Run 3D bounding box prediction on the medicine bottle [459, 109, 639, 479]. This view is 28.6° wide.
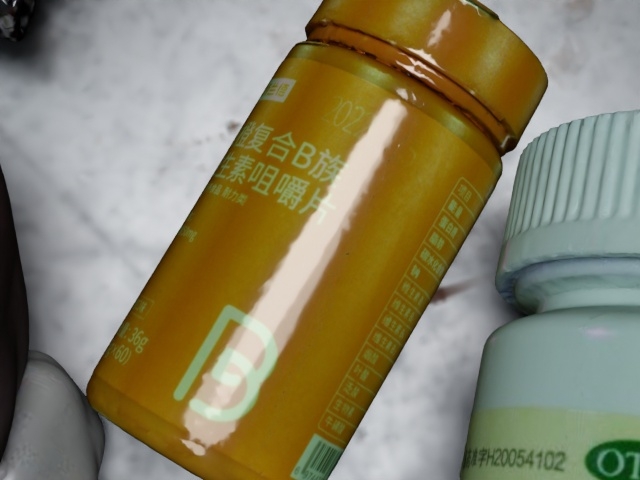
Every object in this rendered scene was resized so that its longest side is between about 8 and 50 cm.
[{"bbox_3d":[0.116,0.132,0.412,0.158,0.158,0.318,11,76,0],"label":"medicine bottle"}]

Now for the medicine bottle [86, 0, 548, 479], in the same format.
[{"bbox_3d":[0.000,0.000,0.471,0.096,0.096,0.192,31,84,3],"label":"medicine bottle"}]

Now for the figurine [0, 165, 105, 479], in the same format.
[{"bbox_3d":[-0.273,0.026,0.419,0.365,0.218,0.206,6,107,13],"label":"figurine"}]

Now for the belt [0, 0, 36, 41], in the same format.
[{"bbox_3d":[-0.096,-0.259,0.492,0.094,0.126,0.359,19,81,0],"label":"belt"}]
